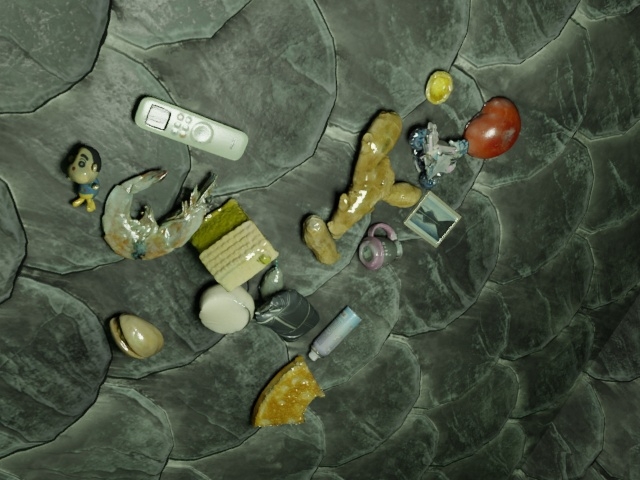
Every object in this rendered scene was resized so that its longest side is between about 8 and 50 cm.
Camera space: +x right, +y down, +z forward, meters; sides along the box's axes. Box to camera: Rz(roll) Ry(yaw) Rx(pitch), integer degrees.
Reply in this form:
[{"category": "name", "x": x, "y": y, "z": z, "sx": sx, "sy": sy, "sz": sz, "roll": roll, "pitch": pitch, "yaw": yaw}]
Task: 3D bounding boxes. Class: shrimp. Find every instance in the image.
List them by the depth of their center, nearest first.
[{"category": "shrimp", "x": -0.440, "y": -0.088, "z": 1.596, "sx": 0.360, "sy": 0.085, "sz": 0.247, "roll": -35, "pitch": 120, "yaw": -1}]

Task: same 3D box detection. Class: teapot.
[{"category": "teapot", "x": 0.207, "y": 0.024, "z": 1.981, "sx": 0.146, "sy": 0.148, "sz": 0.116, "roll": -6, "pitch": 156, "yaw": -37}]

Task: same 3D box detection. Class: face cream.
[{"category": "face cream", "x": 0.046, "y": 0.341, "z": 2.078, "sx": 0.229, "sy": 0.075, "sz": 0.075, "roll": -46, "pitch": 127, "yaw": 4}]

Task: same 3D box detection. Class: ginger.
[{"category": "ginger", "x": 0.154, "y": -0.187, "z": 1.812, "sx": 0.348, "sy": 0.122, "sz": 0.363, "roll": -35, "pitch": 137, "yaw": -16}]

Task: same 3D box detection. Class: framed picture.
[{"category": "framed picture", "x": 0.402, "y": -0.075, "z": 2.065, "sx": 0.203, "sy": 0.015, "sz": 0.150, "roll": 33, "pitch": 99, "yaw": -36}]

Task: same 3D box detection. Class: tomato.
[{"category": "tomato", "x": 0.605, "y": -0.362, "z": 1.953, "sx": 0.199, "sy": 0.112, "sz": 0.228, "roll": 32, "pitch": 102, "yaw": -38}]

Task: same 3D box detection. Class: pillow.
[{"category": "pillow", "x": -0.105, "y": 0.248, "z": 1.896, "sx": 0.161, "sy": 0.092, "sz": 0.335, "roll": -46, "pitch": 152, "yaw": -4}]

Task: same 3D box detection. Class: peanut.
[{"category": "peanut", "x": 0.000, "y": 0.000, "z": 1.856, "sx": 0.099, "sy": 0.099, "sz": 0.214, "roll": -39, "pitch": 132, "yaw": -3}]

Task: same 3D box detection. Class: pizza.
[{"category": "pizza", "x": -0.111, "y": 0.567, "z": 2.116, "sx": 0.223, "sy": 0.089, "sz": 0.323, "roll": 30, "pitch": 103, "yaw": -30}]

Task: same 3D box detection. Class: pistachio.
[{"category": "pistachio", "x": -0.549, "y": 0.287, "z": 1.724, "sx": 0.124, "sy": 0.124, "sz": 0.185, "roll": -36, "pitch": 120, "yaw": -5}]

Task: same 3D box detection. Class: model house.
[{"category": "model house", "x": -0.248, "y": 0.025, "z": 1.652, "sx": 0.193, "sy": 0.234, "sz": 0.174, "roll": -37, "pitch": 127, "yaw": -6}]

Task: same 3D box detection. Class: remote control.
[{"category": "remote control", "x": -0.342, "y": -0.299, "z": 1.545, "sx": 0.310, "sy": 0.038, "sz": 0.090, "roll": 18, "pitch": 107, "yaw": -33}]

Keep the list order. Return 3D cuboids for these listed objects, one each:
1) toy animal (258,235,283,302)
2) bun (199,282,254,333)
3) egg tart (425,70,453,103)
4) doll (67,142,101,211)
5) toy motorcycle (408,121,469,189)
[{"category": "toy animal", "x": -0.159, "y": 0.101, "z": 1.846, "sx": 0.079, "sy": 0.070, "sz": 0.252, "roll": -20, "pitch": 122, "yaw": -32}, {"category": "bun", "x": -0.289, "y": 0.197, "z": 1.798, "sx": 0.173, "sy": 0.120, "sz": 0.172, "roll": 1, "pitch": 127, "yaw": 1}, {"category": "egg tart", "x": 0.366, "y": -0.481, "z": 1.805, "sx": 0.105, "sy": 0.039, "sz": 0.105, "roll": -12, "pitch": 121, "yaw": -21}, {"category": "doll", "x": -0.602, "y": -0.160, "z": 1.466, "sx": 0.089, "sy": 0.102, "sz": 0.179, "roll": -35, "pitch": 139, "yaw": -64}, {"category": "toy motorcycle", "x": 0.395, "y": -0.297, "z": 1.886, "sx": 0.204, "sy": 0.108, "sz": 0.239, "roll": -29, "pitch": 147, "yaw": -5}]
